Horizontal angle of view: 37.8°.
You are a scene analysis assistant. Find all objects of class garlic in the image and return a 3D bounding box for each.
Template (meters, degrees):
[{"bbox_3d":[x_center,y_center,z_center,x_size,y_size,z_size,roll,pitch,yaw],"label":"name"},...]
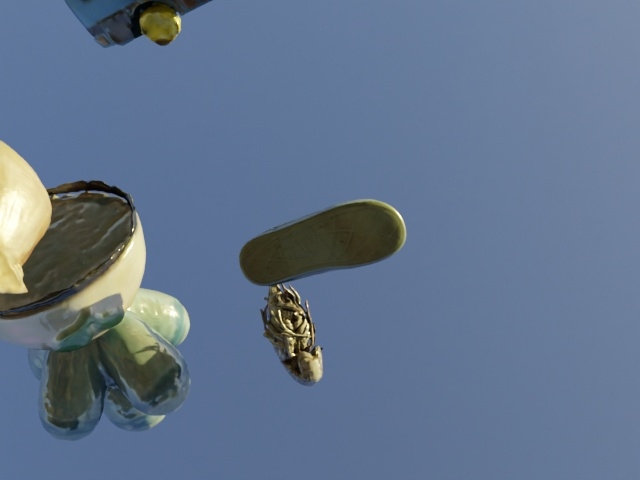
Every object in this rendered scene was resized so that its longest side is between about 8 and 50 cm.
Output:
[{"bbox_3d":[-0.274,-0.010,0.650,0.198,0.090,0.128,-3,-126,28],"label":"garlic"}]

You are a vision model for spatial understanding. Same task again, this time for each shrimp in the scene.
[{"bbox_3d":[-0.040,0.102,1.162,0.057,0.065,0.165,-17,-92,-36],"label":"shrimp"}]

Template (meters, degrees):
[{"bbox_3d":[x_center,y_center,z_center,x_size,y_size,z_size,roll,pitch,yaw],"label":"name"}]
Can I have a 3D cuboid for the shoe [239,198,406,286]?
[{"bbox_3d":[0.000,0.000,1.097,0.195,0.078,0.079,-17,-79,0],"label":"shoe"}]

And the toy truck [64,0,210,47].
[{"bbox_3d":[-0.160,-0.392,1.213,0.385,0.162,0.161,-18,-138,25],"label":"toy truck"}]

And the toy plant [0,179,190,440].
[{"bbox_3d":[-0.283,0.120,1.178,0.247,0.332,0.247,-11,-143,9],"label":"toy plant"}]
